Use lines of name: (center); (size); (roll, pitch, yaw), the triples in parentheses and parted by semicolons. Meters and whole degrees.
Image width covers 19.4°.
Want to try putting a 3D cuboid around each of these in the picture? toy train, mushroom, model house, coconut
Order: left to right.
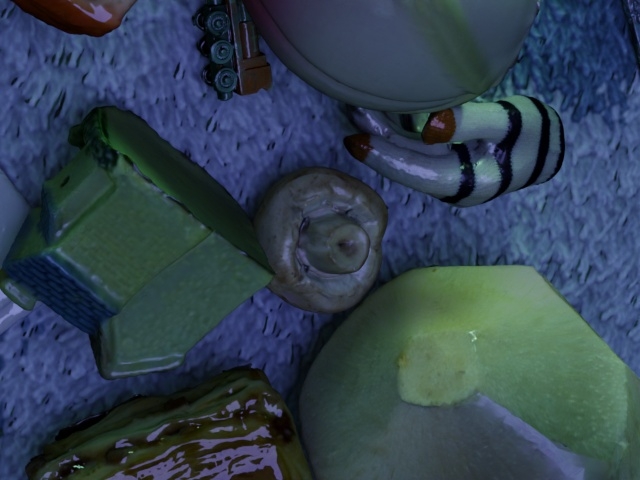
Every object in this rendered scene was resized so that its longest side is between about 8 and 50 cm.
model house: (-0.188, 0.005, 1.721); (0.214, 0.195, 0.189); (38, 99, -29)
toy train: (-0.082, -0.186, 1.776); (0.064, 0.044, 0.103); (-14, 109, -19)
mushroom: (0.000, 0.000, 1.809); (0.148, 0.112, 0.148); (-1, 92, -29)
coconut: (0.153, 0.185, 1.809); (0.353, 0.352, 0.352); (-4, 104, -18)

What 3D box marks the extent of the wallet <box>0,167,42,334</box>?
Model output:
wallet: (-0.325, -0.001, 1.742); (0.124, 0.032, 0.183); (-38, 113, -5)

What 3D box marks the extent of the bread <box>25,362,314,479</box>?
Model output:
bread: (-0.128, 0.301, 1.809); (0.277, 0.167, 0.324); (-22, 104, -5)

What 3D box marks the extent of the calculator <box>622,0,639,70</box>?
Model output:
calculator: (0.338, -0.244, 1.921); (0.057, 0.018, 0.172); (-21, 110, -12)

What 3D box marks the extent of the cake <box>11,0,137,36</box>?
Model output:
cake: (-0.210, -0.353, 1.571); (0.269, 0.270, 0.319); (33, 92, -23)

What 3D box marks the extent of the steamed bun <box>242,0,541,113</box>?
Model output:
steamed bun: (0.035, -0.266, 1.669); (0.309, 0.309, 0.309); (-4, 104, -18)

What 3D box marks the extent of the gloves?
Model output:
gloves: (0.123, -0.088, 1.820); (0.219, 0.140, 0.131); (-13, 112, -25)
